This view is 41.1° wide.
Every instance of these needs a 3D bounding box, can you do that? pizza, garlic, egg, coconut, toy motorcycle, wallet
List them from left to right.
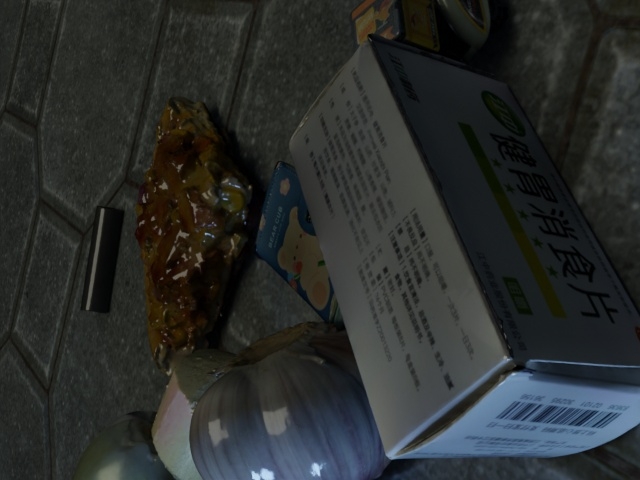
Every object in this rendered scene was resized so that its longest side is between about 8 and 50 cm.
[{"bbox_3d":[-0.233,0.338,1.091,0.183,0.183,0.217,37,103,52],"label":"egg"},{"bbox_3d":[-0.183,-0.017,1.182,0.277,0.114,0.409,-15,73,58],"label":"pizza"},{"bbox_3d":[-0.113,0.203,0.998,0.153,0.147,0.147,-63,38,27],"label":"coconut"},{"bbox_3d":[-0.040,0.187,0.870,0.257,0.207,0.207,118,143,-46],"label":"garlic"},{"bbox_3d":[0.001,0.000,0.952,0.202,0.059,0.141,40,121,53],"label":"wallet"},{"bbox_3d":[0.089,-0.275,0.808,0.091,0.157,0.263,-29,61,47],"label":"toy motorcycle"}]

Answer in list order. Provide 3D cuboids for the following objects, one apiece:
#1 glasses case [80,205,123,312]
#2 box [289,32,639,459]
[{"bbox_3d":[-0.393,0.034,1.521,0.072,0.042,0.191,5,86,63],"label":"glasses case"},{"bbox_3d":[0.113,0.008,0.690,0.145,0.173,0.333,-51,44,38],"label":"box"}]
